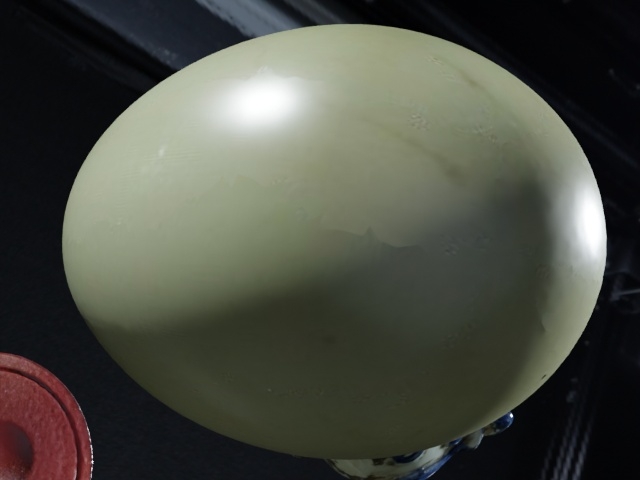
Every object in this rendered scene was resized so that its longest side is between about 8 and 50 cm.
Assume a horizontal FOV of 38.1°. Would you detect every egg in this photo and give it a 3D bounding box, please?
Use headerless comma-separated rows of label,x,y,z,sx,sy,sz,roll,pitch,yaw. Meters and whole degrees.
egg,0.000,0.000,0.410,0.186,0.241,0.186,4,-90,-71

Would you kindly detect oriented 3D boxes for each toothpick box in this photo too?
toothpick box,-0.415,0.255,0.971,0.204,0.333,0.204,25,-128,-38

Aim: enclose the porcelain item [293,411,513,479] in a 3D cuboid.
porcelain item,0.043,0.060,0.782,0.186,0.138,0.288,-16,-108,-22
